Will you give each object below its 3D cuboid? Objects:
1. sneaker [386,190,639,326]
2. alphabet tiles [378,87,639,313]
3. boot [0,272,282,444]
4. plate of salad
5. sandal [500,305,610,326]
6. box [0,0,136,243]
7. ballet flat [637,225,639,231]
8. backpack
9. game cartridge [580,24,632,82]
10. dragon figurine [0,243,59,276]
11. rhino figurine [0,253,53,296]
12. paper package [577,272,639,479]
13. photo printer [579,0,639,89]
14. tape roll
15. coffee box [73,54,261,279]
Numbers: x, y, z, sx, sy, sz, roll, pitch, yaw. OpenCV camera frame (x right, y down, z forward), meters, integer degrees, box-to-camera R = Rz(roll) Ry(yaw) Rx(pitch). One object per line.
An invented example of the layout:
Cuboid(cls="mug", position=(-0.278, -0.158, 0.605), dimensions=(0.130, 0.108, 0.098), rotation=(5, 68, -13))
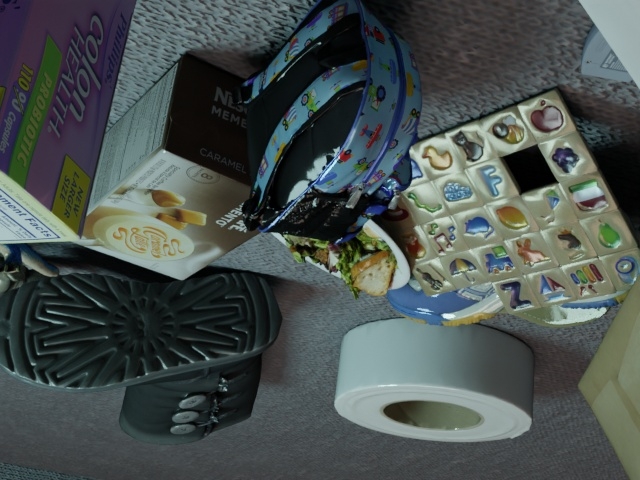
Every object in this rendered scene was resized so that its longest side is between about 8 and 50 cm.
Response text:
Cuboid(cls="sneaker", position=(0.178, 0.003, 1.016), dimensions=(0.296, 0.112, 0.131), rotation=(-13, 128, 37))
Cuboid(cls="alphabet tiles", position=(0.163, -0.018, 0.924), dimensions=(0.237, 0.009, 0.198), rotation=(-17, 111, 43))
Cuboid(cls="boot", position=(-0.259, 0.185, 1.408), dimensions=(0.367, 0.146, 0.445), rotation=(0, 159, -11))
Cuboid(cls="plate of salad", position=(0.000, 0.000, 1.033), dimensions=(0.200, 0.048, 0.200), rotation=(28, 160, 11))
Cuboid(cls="sandal", position=(0.236, 0.050, 1.131), dimensions=(0.240, 0.088, 0.079), rotation=(-8, -177, 44))
Cuboid(cls="box", position=(-0.284, -0.115, 0.727), dimensions=(0.243, 0.213, 0.117), rotation=(-1, 154, 19))
Cuboid(cls="ballet flat", position=(0.368, 0.044, 1.069), dimensions=(0.077, 0.091, 0.241), rotation=(30, 161, 28))
Cuboid(cls="backpack", position=(0.017, -0.098, 0.766), dimensions=(0.117, 0.158, 0.173), rotation=(11, 145, -28))
Cuboid(cls="game cartridge", position=(0.229, -0.149, 0.745), dimensions=(0.056, 0.017, 0.083), rotation=(6, 155, -6))
Cuboid(cls="dragon figurine", position=(-0.385, -0.030, 1.091), dimensions=(0.085, 0.144, 0.289), rotation=(-14, 167, 35))
Cuboid(cls="rhino figurine", position=(-0.411, 0.034, 1.254), dimensions=(0.243, 0.073, 0.106), rotation=(24, 146, -35))
Cuboid(cls="paper package", position=(0.427, 0.101, 0.914), dimensions=(0.309, 0.168, 0.325), rotation=(-22, 154, -8))
Cuboid(cls="photo printer", position=(0.300, -0.182, 0.539), dimensions=(0.307, 0.107, 0.256), rotation=(-14, 147, 35))
Cuboid(cls="tape roll", position=(0.165, 0.207, 1.429), dimensions=(0.286, 0.100, 0.286), rotation=(6, 154, 3))
Cuboid(cls="coffee box", position=(-0.130, -0.057, 0.945), dimensions=(0.141, 0.098, 0.246), rotation=(21, 152, -28))
